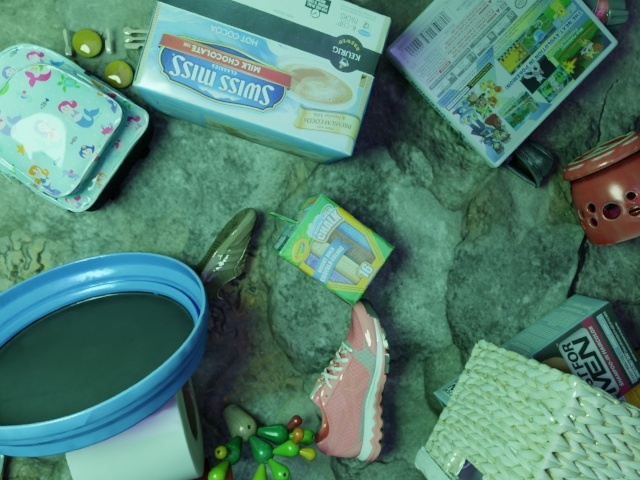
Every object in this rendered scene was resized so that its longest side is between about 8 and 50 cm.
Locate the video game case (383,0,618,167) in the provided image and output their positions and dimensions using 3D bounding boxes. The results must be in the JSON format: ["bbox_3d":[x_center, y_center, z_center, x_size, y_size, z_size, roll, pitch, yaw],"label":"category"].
[{"bbox_3d":[0.334,-0.354,1.022,0.300,0.036,0.329,44,89,-7],"label":"video game case"}]

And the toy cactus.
[{"bbox_3d":[-0.118,0.356,0.987,0.219,0.181,0.112,-20,129,-34],"label":"toy cactus"}]

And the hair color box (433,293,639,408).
[{"bbox_3d":[0.440,0.289,1.114,0.375,0.113,0.185,-33,98,-6],"label":"hair color box"}]

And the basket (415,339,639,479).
[{"bbox_3d":[0.391,0.363,0.888,0.332,0.328,0.266,28,86,-10],"label":"basket"}]

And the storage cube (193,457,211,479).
[{"bbox_3d":[-0.260,0.519,0.955,0.193,0.215,0.183,-13,94,-16],"label":"storage cube"}]

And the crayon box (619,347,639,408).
[{"bbox_3d":[0.682,0.366,1.177,0.323,0.083,0.203,-32,98,-6],"label":"crayon box"}]

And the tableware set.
[{"bbox_3d":[-0.372,-0.322,0.985,0.154,0.024,0.103,-5,97,-11],"label":"tableware set"}]

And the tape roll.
[{"bbox_3d":[-0.299,0.287,0.915,0.169,0.246,0.245,-14,95,-9],"label":"tape roll"}]

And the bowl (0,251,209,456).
[{"bbox_3d":[-0.359,0.153,0.839,0.392,0.391,0.077,-13,121,-9],"label":"bowl"}]

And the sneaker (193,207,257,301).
[{"bbox_3d":[-0.165,0.027,1.027,0.071,0.066,0.188,37,91,-27],"label":"sneaker"}]

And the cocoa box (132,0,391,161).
[{"bbox_3d":[-0.098,-0.286,0.927,0.348,0.231,0.227,16,91,-10],"label":"cocoa box"}]

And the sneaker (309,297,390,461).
[{"bbox_3d":[0.050,0.266,1.042,0.136,0.116,0.313,2,93,-9],"label":"sneaker"}]

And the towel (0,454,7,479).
[{"bbox_3d":[-0.711,0.530,0.959,0.272,0.040,0.369,9,93,-9],"label":"towel"}]

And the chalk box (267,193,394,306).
[{"bbox_3d":[0.000,0.000,1.011,0.213,0.132,0.132,37,87,-11],"label":"chalk box"}]

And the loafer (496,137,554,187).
[{"bbox_3d":[0.362,-0.181,1.094,0.223,0.076,0.078,28,79,-14],"label":"loafer"}]

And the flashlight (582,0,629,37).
[{"bbox_3d":[0.437,-0.439,1.086,0.305,0.103,0.103,-4,63,-8],"label":"flashlight"}]

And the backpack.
[{"bbox_3d":[-0.434,-0.186,0.904,0.254,0.191,0.225,35,87,-5],"label":"backpack"}]

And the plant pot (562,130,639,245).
[{"bbox_3d":[0.584,-0.103,1.085,0.191,0.191,0.174,-30,91,-7],"label":"plant pot"}]
